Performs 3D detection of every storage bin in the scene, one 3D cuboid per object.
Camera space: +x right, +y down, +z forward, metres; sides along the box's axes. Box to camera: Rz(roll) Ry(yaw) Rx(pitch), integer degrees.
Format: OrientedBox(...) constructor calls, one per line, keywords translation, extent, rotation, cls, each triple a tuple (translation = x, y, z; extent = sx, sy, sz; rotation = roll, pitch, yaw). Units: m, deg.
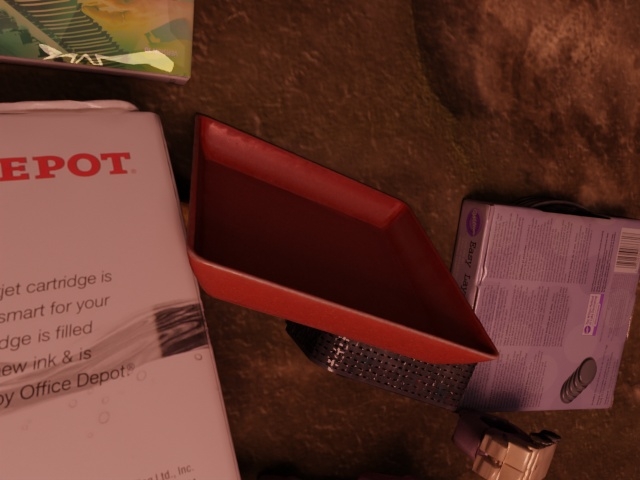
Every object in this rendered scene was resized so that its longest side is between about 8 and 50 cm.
OrientedBox(translation=(0.068, 0.101, 0.602), extent=(0.180, 0.122, 0.084), rotation=(22, 93, -22), cls="storage bin")

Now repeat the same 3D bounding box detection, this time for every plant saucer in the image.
OrientedBox(translation=(0.000, 0.000, 0.503), extent=(0.259, 0.258, 0.047), rotation=(21, 116, -22), cls="plant saucer")

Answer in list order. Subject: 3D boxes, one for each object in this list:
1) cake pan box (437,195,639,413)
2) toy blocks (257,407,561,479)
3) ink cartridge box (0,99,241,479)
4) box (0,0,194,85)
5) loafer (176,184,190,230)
OrientedBox(translation=(0.274, 0.080, 0.702), extent=(0.246, 0.070, 0.266), rotation=(3, 100, -22), cls="cake pan box")
OrientedBox(translation=(0.038, 0.298, 0.588), extent=(0.289, 0.260, 0.308), rotation=(15, 94, -50), cls="toy blocks")
OrientedBox(translation=(-0.224, 0.122, 0.377), extent=(0.286, 0.166, 0.394), rotation=(-8, 75, -28), cls="ink cartridge box")
OrientedBox(translation=(-0.217, -0.303, 0.456), extent=(0.232, 0.058, 0.322), rotation=(1, 101, -19), cls="box")
OrientedBox(translation=(-0.099, 0.007, 0.557), extent=(0.170, 0.061, 0.062), rotation=(33, 88, -23), cls="loafer")
